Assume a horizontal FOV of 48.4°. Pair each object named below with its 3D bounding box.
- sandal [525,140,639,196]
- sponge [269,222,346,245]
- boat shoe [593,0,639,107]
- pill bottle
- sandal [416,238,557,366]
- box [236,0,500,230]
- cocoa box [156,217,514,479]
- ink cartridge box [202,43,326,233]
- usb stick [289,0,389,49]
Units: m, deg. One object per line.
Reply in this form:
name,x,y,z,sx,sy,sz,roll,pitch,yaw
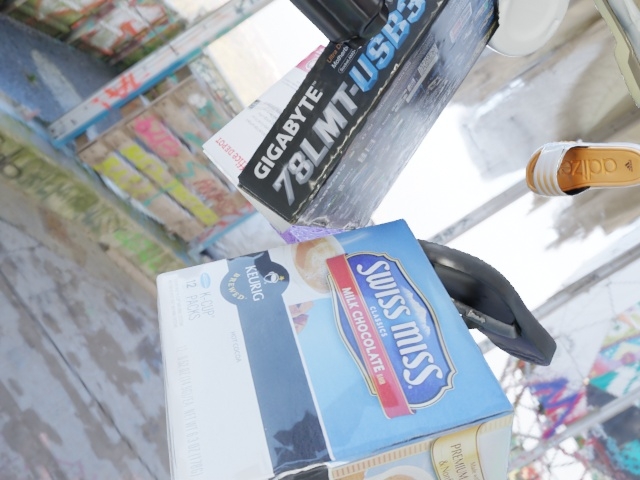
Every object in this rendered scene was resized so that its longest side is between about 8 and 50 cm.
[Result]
sandal,0.456,-0.130,1.275,0.265,0.076,0.102,-1,-78,58
sponge,0.000,0.000,1.276,0.210,0.117,0.031,46,-50,53
boat shoe,0.406,-0.320,0.903,0.302,0.103,0.113,55,38,-24
pill bottle,0.206,-0.334,0.927,0.124,0.124,0.221,52,0,-43
sandal,0.168,0.077,0.738,0.254,0.055,0.097,39,-17,-32
box,0.069,-0.147,0.708,0.073,0.296,0.293,36,9,11
cocoa box,0.014,0.197,0.629,0.231,0.227,0.347,-111,-170,-50
ink cartridge box,-0.028,-0.148,1.002,0.100,0.237,0.172,51,-4,-38
usb stick,-0.069,-0.210,0.380,0.278,0.045,0.077,38,16,-26
